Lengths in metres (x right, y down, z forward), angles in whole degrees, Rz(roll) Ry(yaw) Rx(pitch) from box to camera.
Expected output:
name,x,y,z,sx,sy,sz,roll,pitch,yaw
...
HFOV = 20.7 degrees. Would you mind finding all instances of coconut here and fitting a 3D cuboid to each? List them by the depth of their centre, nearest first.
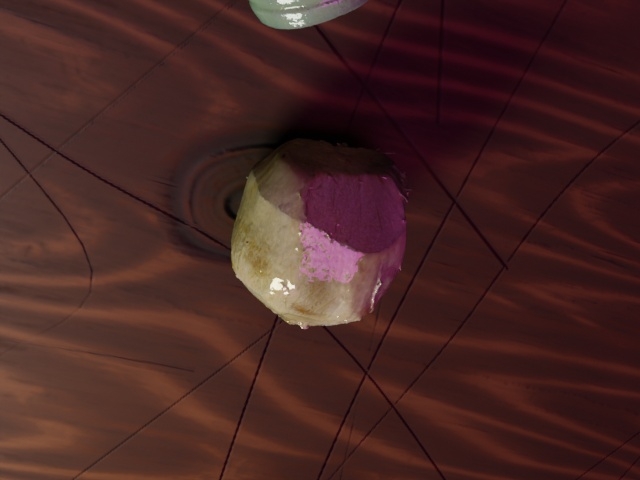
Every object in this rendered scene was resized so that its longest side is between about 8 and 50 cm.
name,x,y,z,sx,sy,sz,roll,pitch,yaw
coconut,-0.003,0.000,1.774,0.194,0.194,0.194,-11,128,-14

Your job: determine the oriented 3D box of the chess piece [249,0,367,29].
name,x,y,z,sx,sy,sz,roll,pitch,yaw
chess piece,-0.039,-0.335,1.558,0.139,0.139,0.272,-24,119,-4
